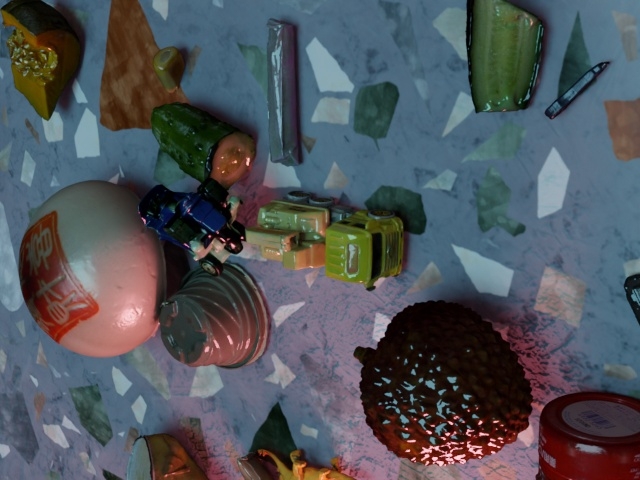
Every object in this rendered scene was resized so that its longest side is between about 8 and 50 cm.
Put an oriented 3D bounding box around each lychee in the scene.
[{"bbox_3d":[0.189,0.233,1.544,0.304,0.276,0.275,16,114,23],"label":"lychee"}]

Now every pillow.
[{"bbox_3d":[-0.101,0.526,1.971,0.053,0.119,0.208,-33,78,-4],"label":"pillow"}]

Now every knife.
[{"bbox_3d":[0.375,-0.222,1.411,0.018,0.031,0.121,52,127,15],"label":"knife"}]

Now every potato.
[{"bbox_3d":[-0.311,0.577,2.106,0.246,0.196,0.299,-45,47,51],"label":"potato"}]

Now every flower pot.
[{"bbox_3d":[-0.231,0.165,1.931,0.235,0.140,0.235,11,108,35],"label":"flower pot"}]

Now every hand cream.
[{"bbox_3d":[0.421,0.318,1.445,0.193,0.193,0.125,9,108,35],"label":"hand cream"}]

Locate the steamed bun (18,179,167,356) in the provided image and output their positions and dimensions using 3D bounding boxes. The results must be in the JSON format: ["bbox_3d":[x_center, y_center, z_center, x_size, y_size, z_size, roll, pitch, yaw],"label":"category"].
[{"bbox_3d":[-0.489,0.062,1.992,0.374,0.241,0.374,9,102,49],"label":"steamed bun"}]

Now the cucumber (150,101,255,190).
[{"bbox_3d":[-0.246,-0.200,1.840,0.244,0.134,0.134,34,122,31],"label":"cucumber"}]

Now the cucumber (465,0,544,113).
[{"bbox_3d":[0.267,-0.289,1.444,0.086,0.115,0.193,-119,23,-68],"label":"cucumber"}]

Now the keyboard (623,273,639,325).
[{"bbox_3d":[0.541,0.160,1.413,0.106,0.016,0.262,-26,88,40],"label":"keyboard"}]

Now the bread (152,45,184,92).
[{"bbox_3d":[-0.295,-0.338,1.886,0.049,0.103,0.062,34,79,13],"label":"bread"}]

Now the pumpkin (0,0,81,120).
[{"bbox_3d":[-0.584,-0.396,2.049,0.131,0.126,0.248,34,141,16],"label":"pumpkin"}]

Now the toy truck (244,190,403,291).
[{"bbox_3d":[0.000,0.000,1.689,0.272,0.157,0.124,14,113,35],"label":"toy truck"}]

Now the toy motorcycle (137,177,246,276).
[{"bbox_3d":[-0.243,-0.032,1.811,0.196,0.125,0.331,40,166,-11],"label":"toy motorcycle"}]

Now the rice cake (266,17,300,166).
[{"bbox_3d":[-0.067,-0.261,1.729,0.055,0.049,0.270,22,118,56],"label":"rice cake"}]

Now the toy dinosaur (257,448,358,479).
[{"bbox_3d":[-0.025,0.484,1.922,0.288,0.070,0.117,0,104,43],"label":"toy dinosaur"}]
